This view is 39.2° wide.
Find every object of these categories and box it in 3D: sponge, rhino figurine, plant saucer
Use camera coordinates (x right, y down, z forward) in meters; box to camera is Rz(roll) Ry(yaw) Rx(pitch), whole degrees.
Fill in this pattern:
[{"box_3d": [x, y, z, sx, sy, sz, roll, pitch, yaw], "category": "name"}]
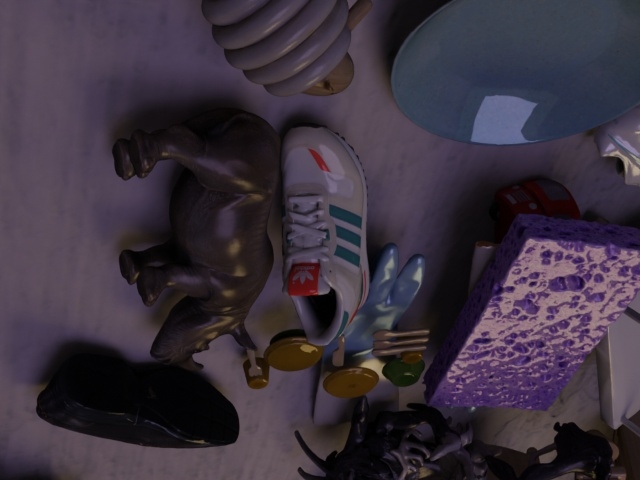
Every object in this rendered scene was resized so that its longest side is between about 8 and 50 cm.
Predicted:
[{"box_3d": [0.172, 0.067, 0.724, 0.117, 0.031, 0.210, 7, 134, -15], "category": "sponge"}, {"box_3d": [-0.081, 0.012, 0.629, 0.106, 0.073, 0.243, -14, 134, -24], "category": "rhino figurine"}, {"box_3d": [0.143, -0.130, 0.608, 0.195, 0.037, 0.195, -2, 155, -1], "category": "plant saucer"}]

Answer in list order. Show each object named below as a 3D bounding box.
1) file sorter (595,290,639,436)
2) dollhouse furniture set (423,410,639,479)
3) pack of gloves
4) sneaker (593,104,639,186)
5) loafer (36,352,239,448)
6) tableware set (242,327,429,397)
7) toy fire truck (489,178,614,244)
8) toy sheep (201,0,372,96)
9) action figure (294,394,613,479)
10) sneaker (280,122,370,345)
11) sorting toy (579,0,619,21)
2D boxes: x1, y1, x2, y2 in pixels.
[{"box_3d": [0.407, 0.075, 0.798, 0.278, 0.173, 0.193, -33, 133, -14], "category": "file sorter"}, {"box_3d": [0.207, 0.297, 1.003, 0.356, 0.173, 0.303, -5, 131, 9], "category": "dollhouse furniture set"}, {"box_3d": [0.094, 0.072, 0.772, 0.195, 0.046, 0.232, -3, 136, -7], "category": "pack of gloves"}, {"box_3d": [0.282, -0.069, 0.752, 0.152, 0.053, 0.061, 32, 118, -33], "category": "sneaker"}, {"box_3d": [-0.142, 0.134, 0.717, 0.170, 0.062, 0.061, 26, 134, -34], "category": "loafer"}, {"box_3d": [0.013, 0.098, 0.739, 0.154, 0.024, 0.104, -6, 141, -5], "category": "tableware set"}, {"box_3d": [0.219, 0.019, 0.789, 0.135, 0.047, 0.192, -19, 132, -10], "category": "toy fire truck"}, {"box_3d": [-0.025, -0.137, 0.532, 0.091, 0.091, 0.132, -40, 118, 9], "category": "toy sheep"}, {"box_3d": [0.109, 0.220, 0.779, 0.276, 0.141, 0.164, 1, 115, 6], "category": "action figure"}, {"box_3d": [0.000, 0.000, 0.632, 0.057, 0.075, 0.161, 1, 119, 17], "category": "sneaker"}, {"box_3d": [0.174, -0.228, 0.571, 0.275, 0.046, 0.132, 14, 120, -31], "category": "sorting toy"}]
